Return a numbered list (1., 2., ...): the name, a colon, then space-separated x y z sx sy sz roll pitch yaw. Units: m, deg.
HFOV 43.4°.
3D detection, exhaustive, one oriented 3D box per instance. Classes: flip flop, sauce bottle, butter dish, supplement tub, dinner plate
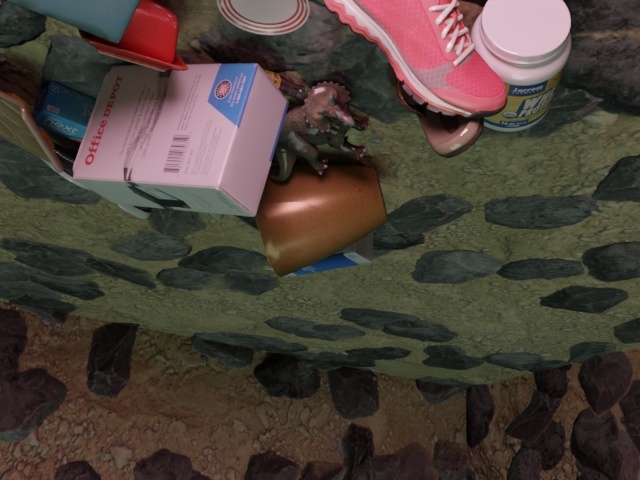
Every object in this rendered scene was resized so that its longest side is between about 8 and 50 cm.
1. flip flop: 0.159 -0.225 1.208 0.080 0.277 0.112 31 117 -32
2. sauce bottle: -0.088 -0.274 1.399 0.128 0.042 0.042 10 158 -21
3. butter dish: -0.272 -0.332 1.203 0.159 0.118 0.160 12 -161 -24
4. supplement tub: 0.290 -0.268 1.201 0.144 0.145 0.200 2 159 5
5. dinner plate: -0.086 -0.359 1.217 0.141 0.017 0.141 3 158 1

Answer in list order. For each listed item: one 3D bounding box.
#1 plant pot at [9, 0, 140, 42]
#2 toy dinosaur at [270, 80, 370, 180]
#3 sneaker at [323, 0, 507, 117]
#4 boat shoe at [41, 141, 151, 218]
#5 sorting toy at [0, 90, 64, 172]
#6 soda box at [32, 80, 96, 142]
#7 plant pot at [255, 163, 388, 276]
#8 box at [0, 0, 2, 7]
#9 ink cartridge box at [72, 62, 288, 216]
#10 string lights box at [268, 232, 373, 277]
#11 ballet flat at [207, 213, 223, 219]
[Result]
1. plant pot: -0.270 -0.396 0.973 0.165 0.166 0.234 17 149 -29
2. toy dinosaur: -0.012 -0.206 1.499 0.160 0.121 0.313 32 152 -28
3. sneaker: 0.141 -0.291 1.079 0.314 0.116 0.136 41 140 0
4. boat shoe: -0.464 -0.149 1.724 0.302 0.091 0.114 30 -169 -50
5. sorting toy: -0.571 -0.229 1.481 0.208 0.038 0.193 31 158 20
6. soda box: -0.439 -0.226 1.549 0.210 0.067 0.071 21 153 -34
7. plant pot: 0.007 -0.065 1.698 0.254 0.237 0.237 -13 156 6
8. box: -0.606 -0.376 1.225 0.220 0.051 0.175 17 156 -27
9. ink cartridge box: -0.237 -0.173 1.365 0.307 0.223 0.129 6 162 27
10. string lights box: 0.000 0.000 1.943 0.259 0.134 0.076 -11 154 35
11. ballet flat: -0.255 -0.121 1.774 0.086 0.086 0.248 -5 156 23
